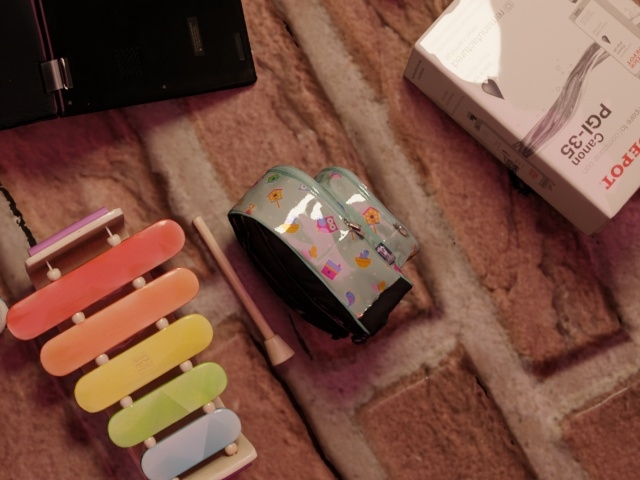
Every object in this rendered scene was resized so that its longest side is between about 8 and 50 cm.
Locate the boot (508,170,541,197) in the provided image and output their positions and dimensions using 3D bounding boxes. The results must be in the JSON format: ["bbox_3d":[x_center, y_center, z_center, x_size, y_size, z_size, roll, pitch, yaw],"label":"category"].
[{"bbox_3d":[0.268,-0.103,1.901,0.099,0.045,0.121,8,87,-7],"label":"boot"}]

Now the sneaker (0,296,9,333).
[{"bbox_3d":[-0.411,0.069,1.720,0.191,0.083,0.071,10,87,-14],"label":"sneaker"}]

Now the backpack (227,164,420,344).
[{"bbox_3d":[0.000,0.000,1.773,0.188,0.166,0.144,39,81,-14],"label":"backpack"}]

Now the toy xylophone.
[{"bbox_3d":[-0.168,0.105,1.778,0.236,0.081,0.322,-38,99,-11],"label":"toy xylophone"}]

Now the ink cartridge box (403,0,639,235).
[{"bbox_3d":[0.264,-0.176,1.830,0.283,0.117,0.207,41,81,4],"label":"ink cartridge box"}]

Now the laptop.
[{"bbox_3d":[-0.325,-0.307,1.770,0.408,0.236,0.381,-15,95,-41],"label":"laptop"}]
